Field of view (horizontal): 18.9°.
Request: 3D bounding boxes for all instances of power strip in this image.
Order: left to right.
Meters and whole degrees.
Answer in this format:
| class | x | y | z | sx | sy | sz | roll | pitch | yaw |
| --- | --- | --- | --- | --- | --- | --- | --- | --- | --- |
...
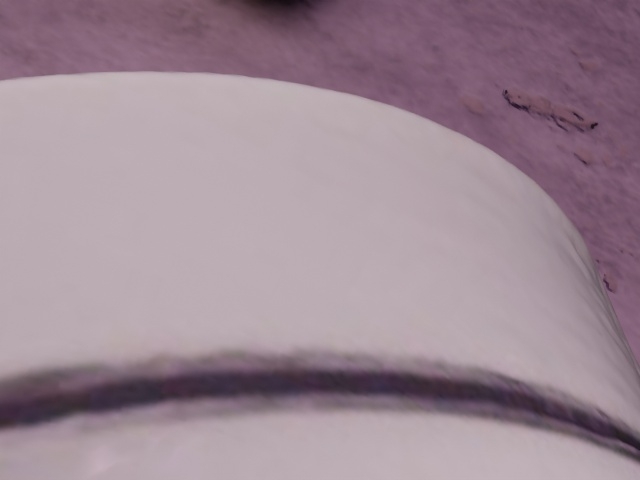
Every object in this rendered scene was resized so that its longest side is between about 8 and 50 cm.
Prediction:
| class | x | y | z | sx | sy | sz | roll | pitch | yaw |
| --- | --- | --- | --- | --- | --- | --- | --- | --- | --- |
| power strip | -0.073 | 0.129 | 0.479 | 0.357 | 0.357 | 0.161 | 8 | 48 | -32 |
